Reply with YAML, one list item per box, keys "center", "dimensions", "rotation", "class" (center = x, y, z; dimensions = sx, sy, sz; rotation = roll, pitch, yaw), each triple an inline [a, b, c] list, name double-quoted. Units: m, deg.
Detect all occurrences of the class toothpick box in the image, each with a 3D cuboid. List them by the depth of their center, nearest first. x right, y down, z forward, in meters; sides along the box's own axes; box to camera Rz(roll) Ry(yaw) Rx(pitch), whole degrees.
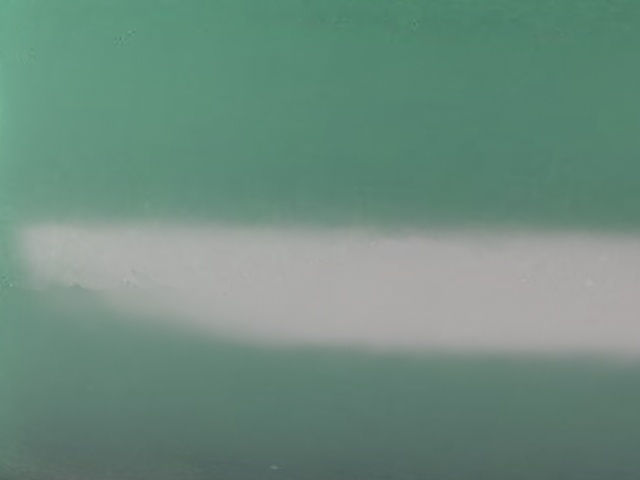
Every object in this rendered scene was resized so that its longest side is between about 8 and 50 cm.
- center: [0.000, 0.000, 0.565]
  dimensions: [0.354, 0.263, 0.263]
  rotation: [4, 117, 2]
  class: "toothpick box"
